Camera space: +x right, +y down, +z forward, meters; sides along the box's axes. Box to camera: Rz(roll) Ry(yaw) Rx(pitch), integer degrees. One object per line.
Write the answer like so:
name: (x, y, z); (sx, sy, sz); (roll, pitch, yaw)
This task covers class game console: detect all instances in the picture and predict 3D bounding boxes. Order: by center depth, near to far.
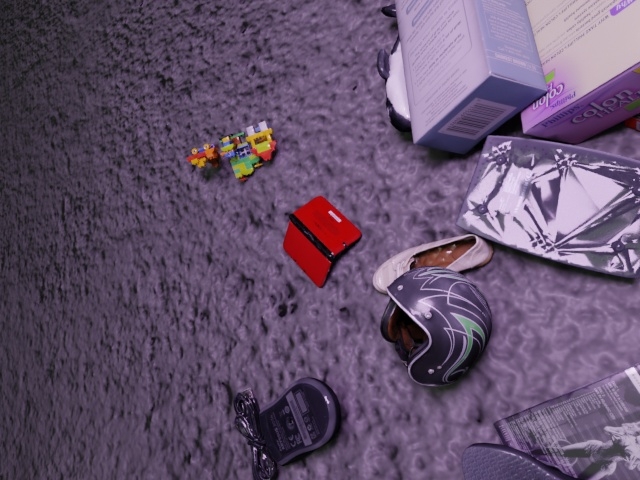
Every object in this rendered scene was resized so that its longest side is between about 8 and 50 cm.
game console: (0.000, 0.000, 0.938); (0.124, 0.085, 0.144); (-36, 57, -15)

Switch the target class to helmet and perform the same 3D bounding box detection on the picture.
helmet: (0.176, 0.120, 0.697); (0.169, 0.169, 0.162); (25, 114, 35)

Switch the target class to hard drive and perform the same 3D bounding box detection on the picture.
hard drive: (0.354, -0.055, 0.685); (0.254, 0.054, 0.172); (20, 90, 28)

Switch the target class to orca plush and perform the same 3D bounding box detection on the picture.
orca plush: (0.145, -0.319, 0.870); (0.102, 0.151, 0.287); (-36, 60, 57)

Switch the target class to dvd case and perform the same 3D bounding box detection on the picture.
dvd case: (0.378, 0.290, 0.621); (0.221, 0.018, 0.165); (-35, 61, 23)

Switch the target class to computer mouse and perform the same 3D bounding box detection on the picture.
computer mouse: (-0.051, 0.339, 0.863); (0.272, 0.072, 0.189); (-38, 62, 34)

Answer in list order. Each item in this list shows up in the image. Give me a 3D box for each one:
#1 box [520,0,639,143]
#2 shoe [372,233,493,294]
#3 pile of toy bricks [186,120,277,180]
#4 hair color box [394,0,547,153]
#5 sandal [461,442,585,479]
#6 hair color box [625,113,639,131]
box: (0.389, -0.296, 0.632); (0.213, 0.117, 0.243); (145, 127, -65)
shoe: (0.181, 0.037, 0.784); (0.219, 0.058, 0.077); (-23, 67, 27)
pile of toy bricks: (-0.191, -0.194, 1.069); (0.212, 0.118, 0.105); (-17, 98, 12)
hair color box: (0.227, -0.357, 0.753); (0.185, 0.113, 0.375); (140, 131, -60)
sandal: (0.319, 0.347, 0.611); (0.254, 0.054, 0.097); (11, 92, 26)
hair color box: (0.509, -0.216, 0.640); (0.072, 0.043, 0.141); (40, 100, 34)
